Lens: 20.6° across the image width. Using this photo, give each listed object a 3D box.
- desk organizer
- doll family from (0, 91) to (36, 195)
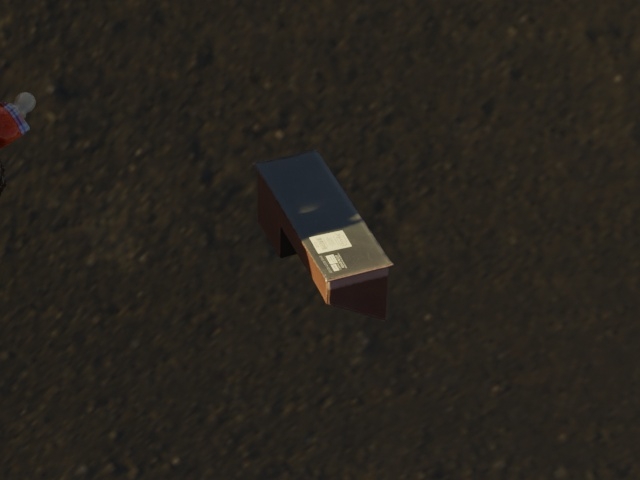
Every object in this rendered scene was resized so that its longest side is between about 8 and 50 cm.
[{"bbox_3d":[0.000,0.000,1.159,0.047,0.050,0.130,-14,42,-18],"label":"desk organizer"},{"bbox_3d":[-0.297,-0.070,1.020,0.263,0.118,0.163,-11,69,-10],"label":"doll family"}]
